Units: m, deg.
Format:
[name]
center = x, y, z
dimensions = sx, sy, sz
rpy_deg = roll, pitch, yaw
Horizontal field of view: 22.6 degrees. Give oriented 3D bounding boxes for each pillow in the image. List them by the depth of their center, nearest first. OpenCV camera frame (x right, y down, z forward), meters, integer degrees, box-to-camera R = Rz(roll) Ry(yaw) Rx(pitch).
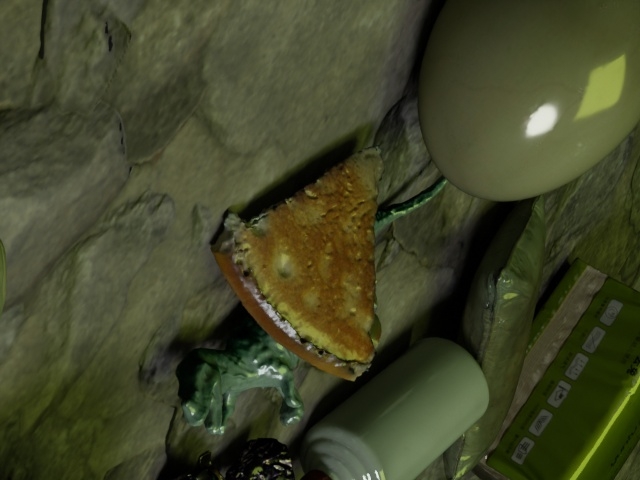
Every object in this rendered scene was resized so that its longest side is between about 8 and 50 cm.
[pillow]
center = 0.182, 0.105, 1.693
dimensions = 0.185, 0.075, 0.302
rpy_deg = -60, 164, -52

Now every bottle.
[bottle]
center = 0.058, 0.190, 1.544
dimensions = 0.245, 0.104, 0.104
rpy_deg = -35, 146, -42

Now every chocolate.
[chocolate]
center = -0.087, 0.204, 1.356
dimensions = 0.147, 0.070, 0.072
rpy_deg = 4, 124, -52

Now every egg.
[egg]
center = 0.178, -0.143, 1.303
dimensions = 0.242, 0.186, 0.186
rpy_deg = -56, 156, 6

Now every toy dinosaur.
[toy dinosaur]
center = 0.000, 0.077, 1.342
dimensions = 0.383, 0.076, 0.129
rpy_deg = -42, 131, -49

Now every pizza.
[pizza]
center = 0.000, 0.000, 1.266
dimensions = 0.185, 0.052, 0.195
rpy_deg = 47, 53, -29

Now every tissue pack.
[tissue pack]
center = 0.309, 0.194, 1.948
dimensions = 0.275, 0.167, 0.200
rpy_deg = -56, 155, -9

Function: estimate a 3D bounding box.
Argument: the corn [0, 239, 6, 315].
[corn]
center = -0.258, 0.110, 0.833
dimensions = 0.122, 0.123, 0.305
rpy_deg = -1, 119, -64
